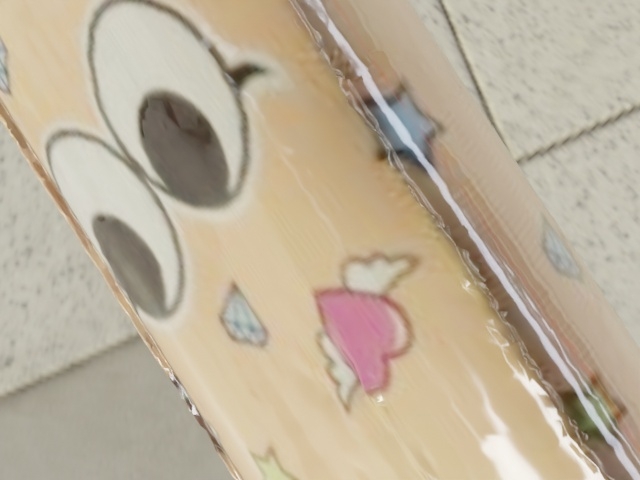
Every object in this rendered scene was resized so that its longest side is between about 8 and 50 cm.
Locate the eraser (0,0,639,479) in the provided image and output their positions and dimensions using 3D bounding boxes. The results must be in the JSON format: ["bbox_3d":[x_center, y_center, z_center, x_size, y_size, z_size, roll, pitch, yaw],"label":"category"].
[{"bbox_3d":[0.000,0.000,0.549,0.087,0.171,0.290,-33,89,-34],"label":"eraser"}]
